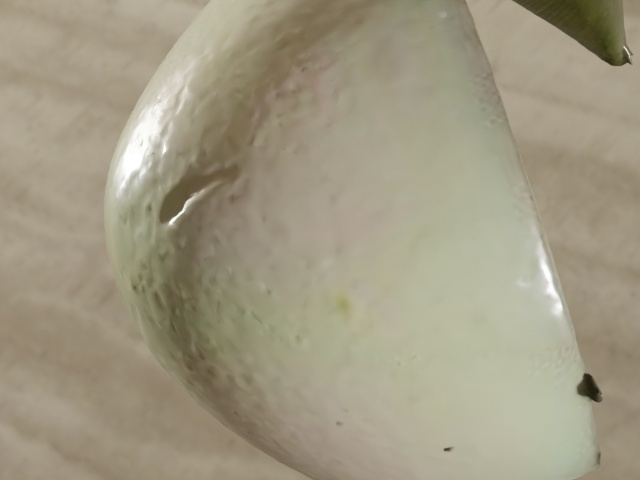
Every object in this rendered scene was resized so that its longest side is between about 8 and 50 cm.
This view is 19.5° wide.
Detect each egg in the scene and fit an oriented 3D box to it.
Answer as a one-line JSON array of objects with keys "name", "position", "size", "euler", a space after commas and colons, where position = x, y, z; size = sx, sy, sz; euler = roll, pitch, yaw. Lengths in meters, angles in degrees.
[{"name": "egg", "position": [-0.006, -0.017, 0.743], "size": [0.271, 0.161, 0.206], "euler": [-109, 180, -51]}]

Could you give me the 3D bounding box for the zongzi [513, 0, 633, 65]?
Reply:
[{"name": "zongzi", "position": [0.089, -0.187, 0.779], "size": [0.274, 0.125, 0.251], "euler": [56, -5, -9]}]
